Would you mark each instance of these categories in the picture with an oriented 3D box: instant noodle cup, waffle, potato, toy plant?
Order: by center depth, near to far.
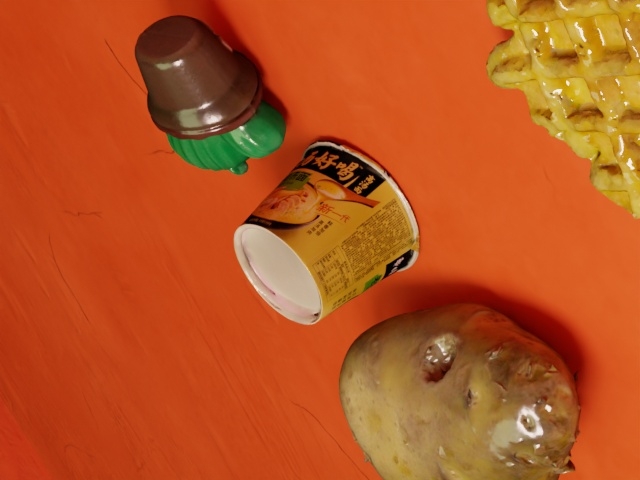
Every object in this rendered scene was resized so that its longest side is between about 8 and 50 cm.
[{"bbox_3d":[0.215,-0.131,0.799,0.307,0.060,0.312,36,151,27],"label":"waffle"},{"bbox_3d":[0.132,0.152,1.189,0.296,0.141,0.192,-10,99,61],"label":"potato"},{"bbox_3d":[0.000,0.000,1.225,0.151,0.122,0.151,37,151,24],"label":"instant noodle cup"},{"bbox_3d":[-0.099,-0.126,1.260,0.143,0.105,0.200,12,152,35],"label":"toy plant"}]
